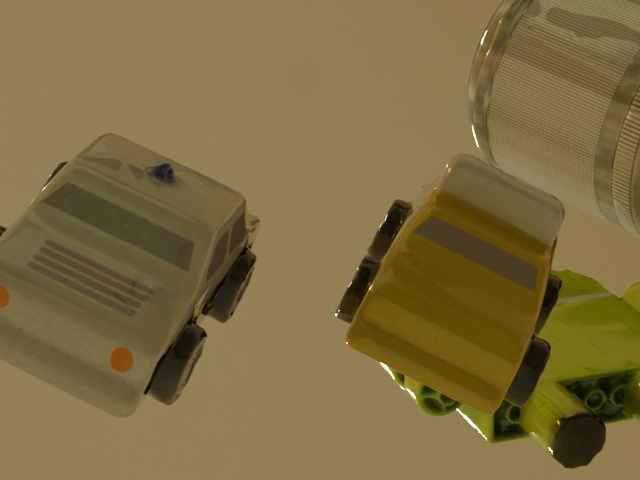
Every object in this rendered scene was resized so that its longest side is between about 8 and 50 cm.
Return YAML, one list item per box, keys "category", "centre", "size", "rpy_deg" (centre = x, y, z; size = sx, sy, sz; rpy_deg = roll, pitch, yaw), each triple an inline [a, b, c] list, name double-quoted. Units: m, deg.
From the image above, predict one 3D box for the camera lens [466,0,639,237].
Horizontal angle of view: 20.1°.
- category: "camera lens"
  centre: [0.289, -0.124, 1.654]
  size: [0.274, 0.219, 0.219]
  rpy_deg: [28, -144, 34]

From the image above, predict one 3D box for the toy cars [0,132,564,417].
- category: "toy cars"
  centre: [0.000, 0.000, 0.832]
  size: [0.394, 0.087, 0.176]
  rpy_deg: [4, -151, -43]

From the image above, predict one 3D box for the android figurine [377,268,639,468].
- category: "android figurine"
  centre: [0.162, 0.078, 1.331]
  size: [0.248, 0.056, 0.273]
  rpy_deg: [-7, -155, -19]
